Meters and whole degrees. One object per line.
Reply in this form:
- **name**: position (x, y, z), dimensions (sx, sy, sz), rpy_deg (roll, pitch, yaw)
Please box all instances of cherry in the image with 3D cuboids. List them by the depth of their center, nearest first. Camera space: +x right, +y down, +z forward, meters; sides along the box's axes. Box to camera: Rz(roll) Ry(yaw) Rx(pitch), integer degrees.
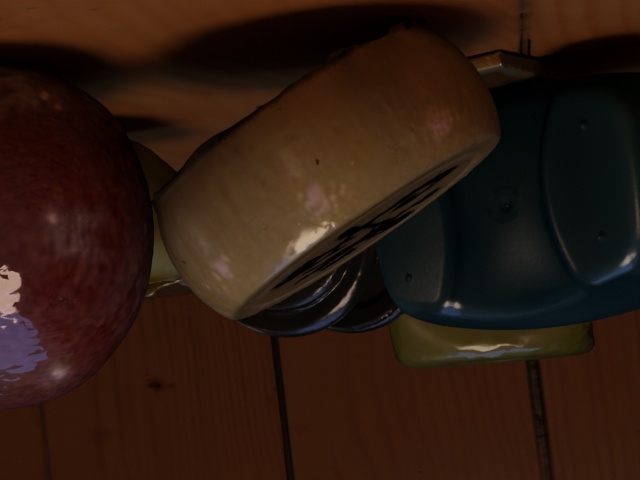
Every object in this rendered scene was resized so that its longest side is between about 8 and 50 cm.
- **cherry**: position (-0.220, -0.003, 1.288), dimensions (0.213, 0.236, 0.285), rpy_deg (-12, 149, -17)

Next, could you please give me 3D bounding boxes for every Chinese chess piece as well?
- **Chinese chess piece**: position (0.005, -0.048, 1.292), dimensions (0.257, 0.104, 0.257), rpy_deg (-34, 174, -4)

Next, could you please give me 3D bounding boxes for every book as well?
- **book**: position (0.090, -0.122, 1.557), dimensions (0.242, 0.018, 0.170), rpy_deg (-10, 173, 34)

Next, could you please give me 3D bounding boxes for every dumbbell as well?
- **dumbbell**: position (0.000, 0.000, 1.808), dimensions (0.192, 0.192, 0.290), rpy_deg (-9, 175, 25)

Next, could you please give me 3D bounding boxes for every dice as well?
- **dice**: position (0.189, 0.023, 2.068), dimensions (0.227, 0.233, 0.238), rpy_deg (-6, 174, 7)

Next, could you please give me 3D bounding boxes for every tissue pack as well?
- **tissue pack**: position (0.202, -0.028, 1.522), dimensions (0.287, 0.198, 0.206), rpy_deg (-16, 168, 40)

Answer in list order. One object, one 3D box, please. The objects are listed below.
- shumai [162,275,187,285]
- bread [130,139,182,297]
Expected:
- **shumai**: position (-0.148, 0.018, 2.049), dimensions (0.116, 0.145, 0.145), rpy_deg (-23, 176, -6)
- **bread**: position (-0.216, -0.031, 1.527), dimensions (0.261, 0.158, 0.156), rpy_deg (-2, 163, -34)
